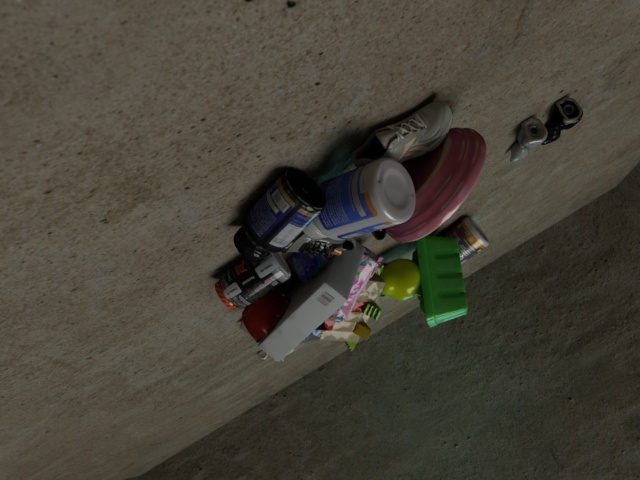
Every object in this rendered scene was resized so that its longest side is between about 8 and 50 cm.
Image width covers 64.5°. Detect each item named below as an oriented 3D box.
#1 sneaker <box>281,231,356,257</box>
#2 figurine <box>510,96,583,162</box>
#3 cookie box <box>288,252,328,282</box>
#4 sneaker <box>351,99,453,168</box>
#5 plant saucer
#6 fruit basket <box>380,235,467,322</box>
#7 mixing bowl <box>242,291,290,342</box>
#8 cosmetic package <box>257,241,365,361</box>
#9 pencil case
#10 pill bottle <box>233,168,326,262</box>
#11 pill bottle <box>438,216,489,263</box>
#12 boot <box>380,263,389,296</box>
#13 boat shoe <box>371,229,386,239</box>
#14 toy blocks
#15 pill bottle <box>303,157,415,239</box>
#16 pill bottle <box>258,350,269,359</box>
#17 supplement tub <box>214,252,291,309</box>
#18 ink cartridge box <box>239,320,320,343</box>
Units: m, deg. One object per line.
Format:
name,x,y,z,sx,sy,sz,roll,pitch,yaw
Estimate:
sneaker,0.000,0.000,1.439,0.272,0.108,0.100,-11,153,-40
figurine,0.743,-0.354,1.710,0.215,0.092,0.209,-30,163,-2
cookie box,-0.039,0.062,1.544,0.040,0.091,0.107,-15,154,-43
sneaker,0.188,-0.238,1.182,0.262,0.099,0.121,-38,154,15
plant saucer,0.258,-0.153,1.267,0.084,0.332,0.332,33,123,-18
fruit basket,0.400,0.167,2.086,0.392,0.392,0.283,-33,159,4
mixing bowl,-0.193,0.234,1.666,0.181,0.098,0.181,-52,-173,10
cosmetic package,-0.027,0.183,1.641,0.377,0.097,0.284,-46,-168,34
pencil case,0.103,0.150,1.781,0.284,0.124,0.124,-59,153,10
pill bottle,-0.100,-0.050,1.162,0.219,0.122,0.123,-42,157,28
pill bottle,0.594,0.035,2.269,0.278,0.162,0.162,-41,158,22
boot,0.293,0.174,2.290,0.161,0.083,0.246,-46,157,21
boat shoe,0.188,-0.062,1.581,0.073,0.073,0.207,1,160,11
toy blocks,0.070,0.244,1.956,0.261,0.190,0.381,10,114,-31
pill bottle,0.073,-0.085,1.198,0.152,0.152,0.272,-9,176,-45
pill bottle,-0.266,0.544,2.390,0.043,0.043,0.083,-29,159,-8
supplement tub,-0.187,0.103,1.395,0.190,0.117,0.117,-34,159,5
ink cartridge box,-0.146,0.337,1.841,0.189,0.232,0.066,2,114,-56
